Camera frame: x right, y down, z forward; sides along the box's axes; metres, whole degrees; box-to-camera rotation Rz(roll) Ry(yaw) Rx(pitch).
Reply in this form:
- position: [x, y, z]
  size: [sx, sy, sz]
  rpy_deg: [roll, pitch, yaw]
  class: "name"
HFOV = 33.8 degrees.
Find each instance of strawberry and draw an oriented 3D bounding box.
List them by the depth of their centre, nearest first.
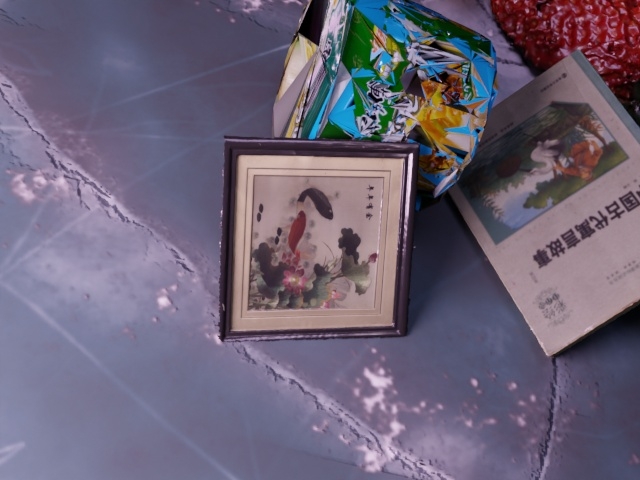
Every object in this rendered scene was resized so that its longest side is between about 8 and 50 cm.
- position: [0.353, -0.270, 1.359]
  size: [0.286, 0.106, 0.188]
  rpy_deg: [40, 50, 14]
  class: "strawberry"

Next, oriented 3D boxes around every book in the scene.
- position: [0.260, -0.046, 1.117]
  size: [0.214, 0.025, 0.283]
  rpy_deg: [-36, 60, 11]
  class: "book"

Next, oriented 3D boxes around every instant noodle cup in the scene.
- position: [0.066, -0.153, 1.099]
  size: [0.178, 0.240, 0.240]
  rpy_deg: [15, 50, -16]
  class: "instant noodle cup"

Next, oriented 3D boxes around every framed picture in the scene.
- position: [0.000, 0.000, 1.002]
  size: [0.199, 0.195, 0.010]
  rpy_deg: [0, 10, -19]
  class: "framed picture"
